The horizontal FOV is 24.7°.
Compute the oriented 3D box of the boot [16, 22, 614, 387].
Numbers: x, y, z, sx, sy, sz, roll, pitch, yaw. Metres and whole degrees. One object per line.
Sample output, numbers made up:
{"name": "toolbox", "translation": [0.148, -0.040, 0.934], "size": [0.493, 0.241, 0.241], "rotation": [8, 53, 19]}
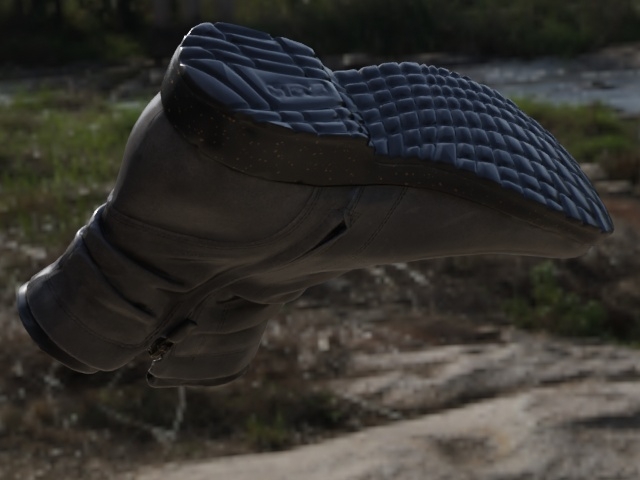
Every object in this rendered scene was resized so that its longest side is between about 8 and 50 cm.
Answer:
{"name": "boot", "translation": [0.000, 0.000, 0.896], "size": [0.338, 0.222, 0.118], "rotation": [14, 38, -33]}
